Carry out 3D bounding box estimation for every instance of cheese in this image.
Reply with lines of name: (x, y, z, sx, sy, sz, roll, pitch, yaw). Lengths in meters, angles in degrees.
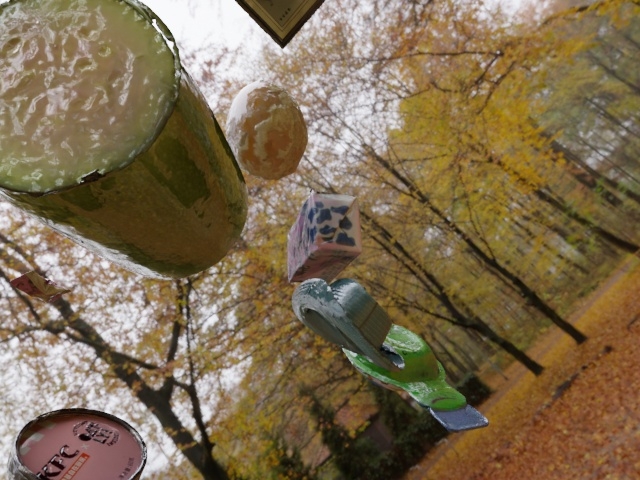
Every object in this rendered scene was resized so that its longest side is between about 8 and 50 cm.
cheese: (0.155, 0.233, 0.875, 0.203, 0.320, 0.083, 6, -71, -33)

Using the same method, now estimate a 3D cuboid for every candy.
candy: (0.000, 0.000, 0.702, 0.073, 0.092, 0.160, 5, -23, -16)

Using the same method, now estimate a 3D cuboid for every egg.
egg: (-0.125, -0.253, 1.134, 0.194, 0.234, 0.195, -17, 3, 1)

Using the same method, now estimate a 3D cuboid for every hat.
hat: (0.039, 0.091, 0.608, 0.138, 0.190, 0.078, 45, -107, -25)

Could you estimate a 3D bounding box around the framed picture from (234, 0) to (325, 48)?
framed picture: (-0.088, -0.560, 1.063, 0.195, 0.199, 0.010, -42, 16, 22)

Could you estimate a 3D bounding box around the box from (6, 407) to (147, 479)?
box: (-0.306, 0.306, 0.595, 0.151, 0.151, 0.135, 5, -72, -61)

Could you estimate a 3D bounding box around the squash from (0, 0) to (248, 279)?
squash: (-0.255, -0.106, 0.662, 0.263, 0.263, 0.384, -39, -15, -9)

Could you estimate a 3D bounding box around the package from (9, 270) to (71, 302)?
package: (-0.493, 0.083, 0.861, 0.059, 0.029, 0.083, -24, -43, 17)
